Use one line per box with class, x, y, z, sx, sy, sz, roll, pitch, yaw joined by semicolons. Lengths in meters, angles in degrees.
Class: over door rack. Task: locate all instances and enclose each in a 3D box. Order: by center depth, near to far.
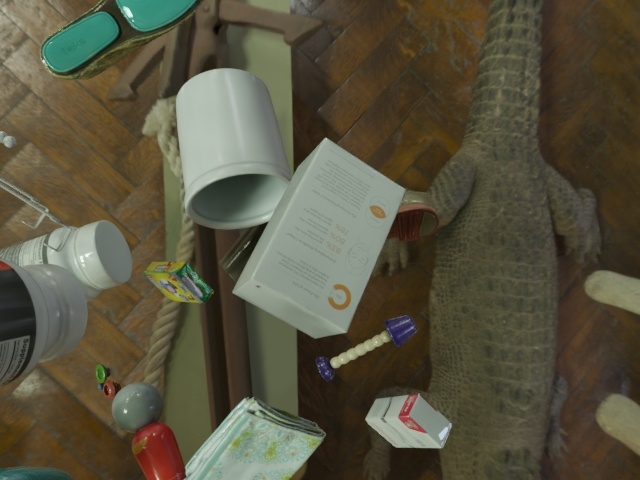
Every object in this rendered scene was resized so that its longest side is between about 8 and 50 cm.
over door rack;-0.631;-0.143;1.052;0.108;0.239;0.324;-47;126;-17

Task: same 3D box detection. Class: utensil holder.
utensil holder;-0.270;-0.278;1.625;0.328;0.327;0.385;-10;67;-9

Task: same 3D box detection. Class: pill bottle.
pill bottle;-0.556;0.133;0.797;0.210;0.363;0.210;1;93;23
pill bottle;-0.692;0.083;1.368;0.361;0.204;0.204;-17;89;6

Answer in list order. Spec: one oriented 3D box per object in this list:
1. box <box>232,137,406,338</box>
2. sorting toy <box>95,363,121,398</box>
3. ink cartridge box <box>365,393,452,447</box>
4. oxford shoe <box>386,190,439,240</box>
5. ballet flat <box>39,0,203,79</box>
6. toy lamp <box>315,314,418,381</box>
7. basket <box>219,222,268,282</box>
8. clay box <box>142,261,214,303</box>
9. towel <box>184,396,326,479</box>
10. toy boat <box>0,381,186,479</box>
box;0.000;0.000;1.119;0.215;0.168;0.345;31;66;-12
sorting toy;-0.576;0.384;1.451;0.061;0.042;0.102;-48;63;32
ink cartridge box;0.189;0.394;1.156;0.109;0.150;0.063;44;54;-12
oxford shoe;0.139;-0.073;1.558;0.397;0.146;0.140;0;128;4
ballet flat;-0.383;-0.426;1.050;0.349;0.123;0.123;-32;91;-3
toy lamp;0.123;0.277;1.381;0.275;0.080;0.080;-32;91;10
basket;-0.229;0.047;1.860;0.227;0.154;0.204;-42;99;-8
clay box;-0.419;0.120;1.532;0.127;0.222;0.053;53;53;-28
towel;-0.205;0.671;1.642;0.320;0.090;0.374;34;102;-31
toy boat;-0.336;0.308;0.667;0.318;0.267;0.148;-23;70;-26
